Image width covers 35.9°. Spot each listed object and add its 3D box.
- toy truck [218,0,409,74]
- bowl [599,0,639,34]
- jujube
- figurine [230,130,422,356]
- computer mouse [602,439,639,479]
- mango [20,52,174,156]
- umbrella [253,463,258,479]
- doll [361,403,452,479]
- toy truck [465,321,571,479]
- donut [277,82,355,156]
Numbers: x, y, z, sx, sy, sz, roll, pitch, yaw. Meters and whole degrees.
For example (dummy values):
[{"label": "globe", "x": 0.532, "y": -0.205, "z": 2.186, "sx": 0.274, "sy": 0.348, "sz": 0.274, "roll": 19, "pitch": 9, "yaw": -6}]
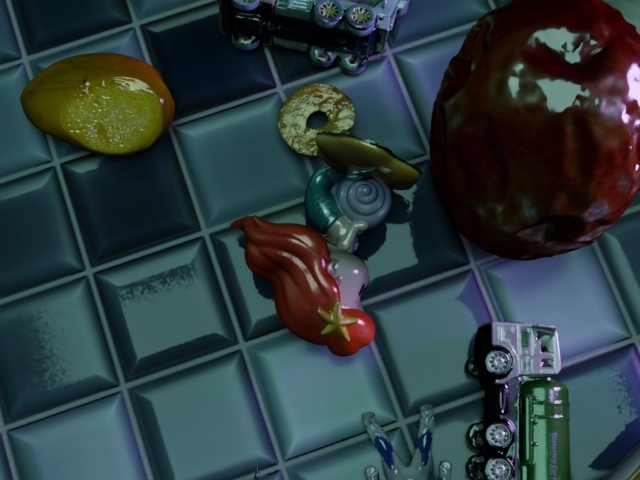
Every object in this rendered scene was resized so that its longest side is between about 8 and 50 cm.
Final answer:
[{"label": "toy truck", "x": -0.006, "y": -0.334, "z": 1.396, "sx": 0.256, "sy": 0.108, "sz": 0.140, "roll": 12, "pitch": 64, "yaw": 2}, {"label": "bowl", "x": 0.506, "y": -0.328, "z": 1.367, "sx": 0.277, "sy": 0.145, "sz": 0.277, "roll": 0, "pitch": 76, "yaw": -2}, {"label": "jujube", "x": 0.261, "y": -0.124, "z": 1.197, "sx": 0.276, "sy": 0.377, "sz": 0.276, "roll": -3, "pitch": 72, "yaw": 8}, {"label": "figurine", "x": 0.002, "y": 0.003, "z": 1.284, "sx": 0.208, "sy": 0.181, "sz": 0.257, "roll": 29, "pitch": 77, "yaw": -33}, {"label": "computer mouse", "x": 0.406, "y": 0.327, "z": 1.216, "sx": 0.310, "sy": 0.072, "sz": 0.158, "roll": -42, "pitch": 113, "yaw": -9}, {"label": "mango", "x": -0.307, "y": -0.188, "z": 1.365, "sx": 0.217, "sy": 0.102, "sz": 0.141, "roll": 3, "pitch": 100, "yaw": 4}, {"label": "umbrella", "x": -0.086, "y": 0.350, "z": 1.270, "sx": 0.022, "sy": 0.013, "sz": 0.122, "roll": 5, "pitch": 76, "yaw": 24}, {"label": "doll", "x": 0.117, "y": 0.325, "z": 1.252, "sx": 0.114, "sy": 0.057, "sz": 0.227, "roll": -5, "pitch": 74, "yaw": -5}, {"label": "toy truck", "x": 0.254, "y": 0.225, "z": 1.253, "sx": 0.125, "sy": 0.101, "sz": 0.242, "roll": 1, "pitch": 79, "yaw": -4}, {"label": "donut", "x": -0.006, "y": -0.167, "z": 1.382, "sx": 0.108, "sy": 0.043, "sz": 0.097, "roll": -30, "pitch": 78, "yaw": -5}]
